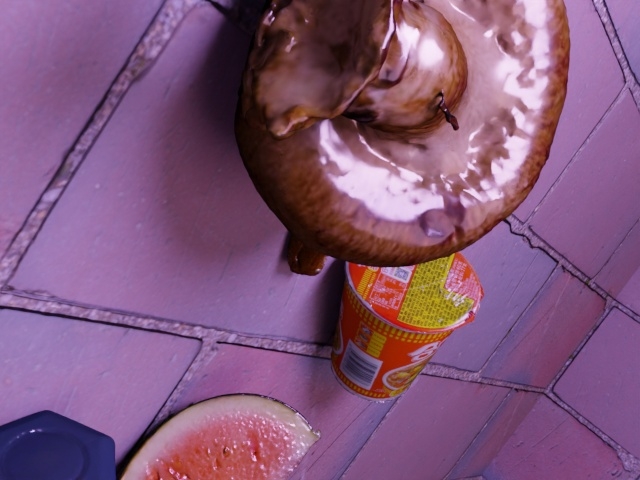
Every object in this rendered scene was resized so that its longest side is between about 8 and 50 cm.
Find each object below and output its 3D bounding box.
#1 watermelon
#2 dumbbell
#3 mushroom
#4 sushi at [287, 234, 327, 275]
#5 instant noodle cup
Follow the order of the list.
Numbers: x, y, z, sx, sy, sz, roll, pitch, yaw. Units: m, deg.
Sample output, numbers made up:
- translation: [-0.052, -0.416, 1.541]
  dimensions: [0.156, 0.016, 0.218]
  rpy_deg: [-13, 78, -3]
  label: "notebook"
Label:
- translation: [-0.161, 0.306, 1.022]
  dimensions: [0.303, 0.159, 0.128]
  rpy_deg: [-46, 178, -13]
  label: "watermelon"
- translation: [-0.305, 0.338, 0.843]
  dimensions: [0.144, 0.160, 0.325]
  rpy_deg: [-62, 170, -57]
  label: "dumbbell"
- translation: [0.089, -0.150, 0.680]
  dimensions: [0.334, 0.356, 0.331]
  rpy_deg: [23, 75, -19]
  label: "mushroom"
- translation: [-0.003, -0.003, 0.968]
  dimensions: [0.060, 0.061, 0.118]
  rpy_deg: [-24, 161, -51]
  label: "sushi"
- translation: [0.102, 0.119, 1.127]
  dimensions: [0.193, 0.193, 0.212]
  rpy_deg: [-26, 149, -35]
  label: "instant noodle cup"
